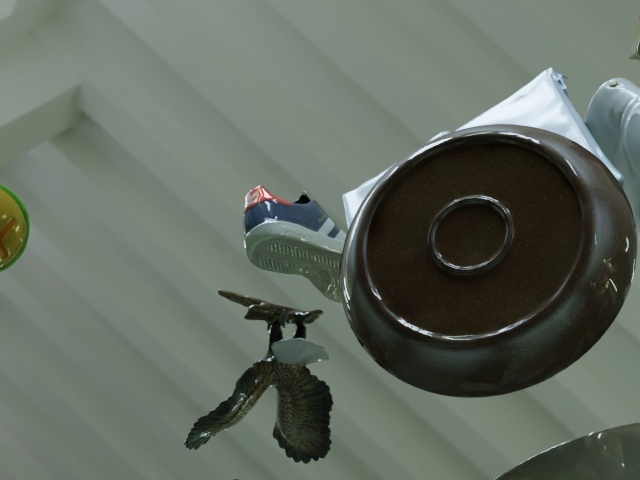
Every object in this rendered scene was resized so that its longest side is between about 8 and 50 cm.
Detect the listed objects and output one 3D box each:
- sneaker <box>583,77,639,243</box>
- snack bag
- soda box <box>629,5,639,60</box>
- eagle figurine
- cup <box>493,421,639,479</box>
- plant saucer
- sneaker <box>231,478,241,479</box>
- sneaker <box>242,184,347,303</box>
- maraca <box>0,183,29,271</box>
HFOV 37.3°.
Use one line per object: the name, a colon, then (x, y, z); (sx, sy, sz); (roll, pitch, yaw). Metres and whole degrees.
sneaker: (0.406, -0.064, 1.157); (0.169, 0.108, 0.292); (58, -8, 52)
snack bag: (0.181, -0.061, 1.166); (0.342, 0.323, 0.037); (-31, -61, 17)
soda box: (0.432, -0.310, 1.166); (0.061, 0.058, 0.181); (11, -83, 7)
eagle figurine: (-0.085, 0.255, 1.650); (0.226, 0.225, 0.298); (15, -88, 27)
cup: (0.347, 0.403, 1.124); (0.331, 0.331, 0.237); (-64, -144, 40)
plant saucer: (0.156, 0.003, 0.960); (0.311, 0.310, 0.050); (9, -22, 28)
sneaker: (-0.080, 0.480, 1.606); (0.192, 0.064, 0.086); (40, -5, 25)
sneaker: (0.000, 0.000, 1.677); (0.131, 0.148, 0.350); (-36, -40, 24)
maraca: (-0.441, -0.021, 1.123); (0.186, 0.099, 0.127); (12, -84, -19)
